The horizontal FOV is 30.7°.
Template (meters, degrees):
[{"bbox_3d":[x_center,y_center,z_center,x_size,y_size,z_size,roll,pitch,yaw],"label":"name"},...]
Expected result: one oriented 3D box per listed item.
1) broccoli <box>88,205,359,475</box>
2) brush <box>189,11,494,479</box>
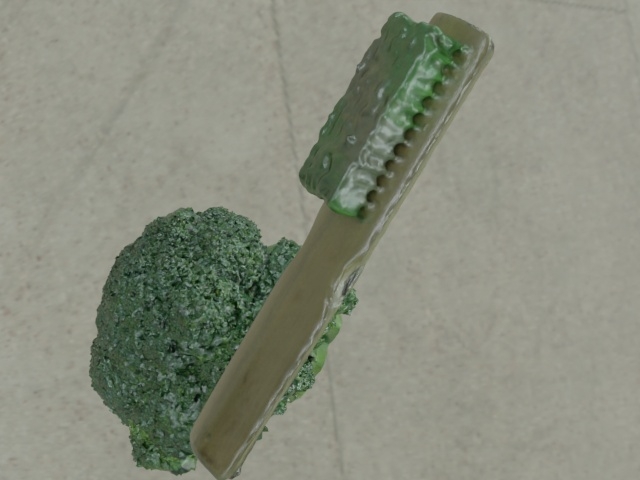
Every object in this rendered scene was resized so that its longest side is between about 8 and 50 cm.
[{"bbox_3d":[-0.098,0.097,1.130,0.245,0.294,0.265,13,72,-31],"label":"broccoli"},{"bbox_3d":[0.000,0.000,0.636,0.048,0.054,0.282,25,97,-36],"label":"brush"}]
